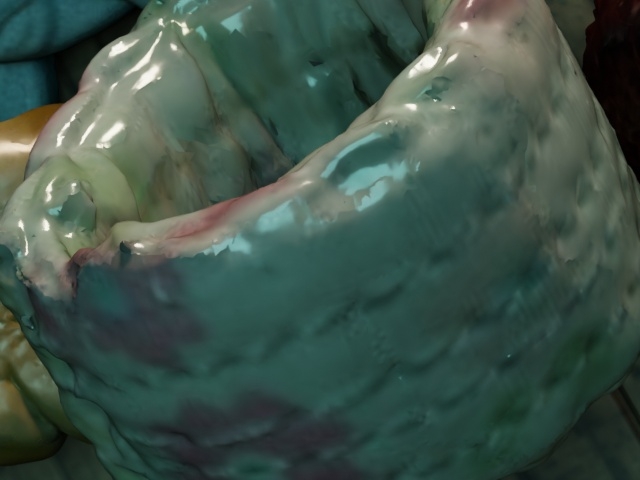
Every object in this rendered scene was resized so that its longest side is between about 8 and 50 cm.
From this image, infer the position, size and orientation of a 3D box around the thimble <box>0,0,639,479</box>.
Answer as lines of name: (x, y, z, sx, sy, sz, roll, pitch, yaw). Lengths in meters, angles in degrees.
thimble: (0.000, 0.000, 0.639, 0.211, 0.185, 0.149, -38, 123, -13)

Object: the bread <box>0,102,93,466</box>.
bread: (-0.163, 0.026, 0.717, 0.225, 0.081, 0.134, -8, 95, -8)

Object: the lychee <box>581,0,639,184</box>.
lychee: (0.153, -0.069, 0.679, 0.123, 0.123, 0.129, 18, 80, 10)

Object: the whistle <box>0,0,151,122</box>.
whistle: (-0.142, -0.118, 0.741, 0.274, 0.093, 0.186, -4, 110, 11)
